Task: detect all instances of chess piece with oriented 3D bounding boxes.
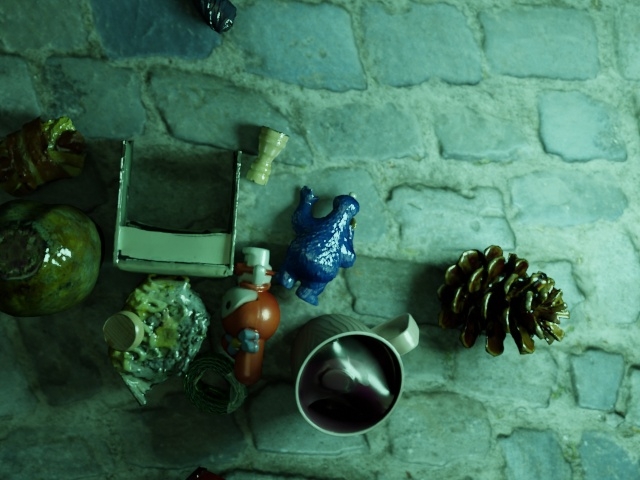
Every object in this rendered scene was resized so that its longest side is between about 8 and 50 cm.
[{"bbox_3d":[-0.118,-0.182,1.905,0.066,0.066,0.122,21,96,-8],"label":"chess piece"},{"bbox_3d":[-0.400,0.184,1.787,0.083,0.038,0.084,1,93,13],"label":"chess piece"}]

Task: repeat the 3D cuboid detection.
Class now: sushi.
[{"bbox_3d":[-0.345,0.201,1.876,0.184,0.139,0.274,26,95,-6],"label":"sushi"}]

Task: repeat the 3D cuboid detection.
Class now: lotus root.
[{"bbox_3d":[-0.556,0.034,1.741,0.250,0.346,0.250,0,87,-5],"label":"lotus root"}]

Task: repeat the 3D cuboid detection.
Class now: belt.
[{"bbox_3d":[-0.230,0.317,1.930,0.151,0.079,0.121,38,90,-9],"label":"belt"}]

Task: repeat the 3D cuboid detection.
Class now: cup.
[{"bbox_3d":[0.062,0.247,1.861,0.208,0.273,0.288,32,90,-8],"label":"cup"}]

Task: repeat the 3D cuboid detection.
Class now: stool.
[{"bbox_3d":[-0.297,-0.067,1.842,0.243,0.170,0.270,4,95,-8],"label":"stool"}]

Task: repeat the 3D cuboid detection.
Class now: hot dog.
[{"bbox_3d":[-0.590,-0.173,1.830,0.213,0.103,0.146,-27,99,-2],"label":"hot dog"}]

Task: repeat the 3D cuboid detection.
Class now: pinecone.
[{"bbox_3d":[0.391,0.139,1.902,0.244,0.309,0.244,-16,116,-34],"label":"pinecone"}]

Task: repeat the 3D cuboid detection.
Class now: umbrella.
[{"bbox_3d":[-0.265,-0.548,1.861,0.071,0.071,0.248,-38,92,-2],"label":"umbrella"}]

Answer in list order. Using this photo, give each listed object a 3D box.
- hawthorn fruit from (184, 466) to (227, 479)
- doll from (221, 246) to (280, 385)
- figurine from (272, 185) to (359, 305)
[{"bbox_3d":[-0.241,0.623,1.905,0.249,0.215,0.215,30,91,-16],"label":"hawthorn fruit"},{"bbox_3d":[-0.151,0.161,1.883,0.130,0.161,0.290,7,87,-17],"label":"doll"},{"bbox_3d":[0.004,0.009,1.908,0.164,0.121,0.262,19,91,-5],"label":"figurine"}]
